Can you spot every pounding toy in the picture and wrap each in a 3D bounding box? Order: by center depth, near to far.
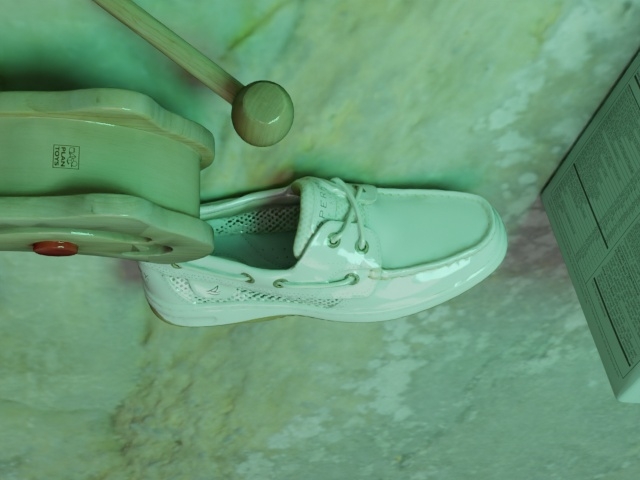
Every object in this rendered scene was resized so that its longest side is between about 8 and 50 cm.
[{"bbox_3d":[-0.147,-0.069,0.650,0.270,0.154,0.154,-1,169,3],"label":"pounding toy"}]

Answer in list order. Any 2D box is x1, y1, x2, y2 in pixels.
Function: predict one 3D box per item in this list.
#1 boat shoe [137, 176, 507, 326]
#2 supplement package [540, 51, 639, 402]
[{"bbox_3d":[0.000,0.000,0.740,0.277,0.098,0.096,-9,141,0],"label":"boat shoe"},{"bbox_3d":[0.319,-0.036,0.689,0.199,0.198,0.262,6,137,-19],"label":"supplement package"}]
